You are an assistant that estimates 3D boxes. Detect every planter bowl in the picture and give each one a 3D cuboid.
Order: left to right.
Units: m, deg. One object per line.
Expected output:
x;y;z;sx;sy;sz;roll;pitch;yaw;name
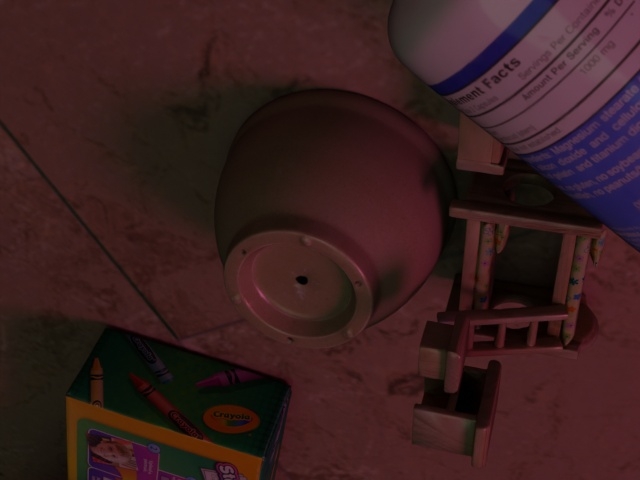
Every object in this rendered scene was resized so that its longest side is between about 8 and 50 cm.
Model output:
0.000;0.000;0.702;0.162;0.109;0.162;9;131;11;planter bowl

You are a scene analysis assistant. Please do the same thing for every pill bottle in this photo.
0.130;-0.112;0.536;0.272;0.152;0.152;37;130;-11;pill bottle

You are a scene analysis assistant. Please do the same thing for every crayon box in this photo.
-0.128;0.217;0.944;0.165;0.081;0.278;17;132;6;crayon box

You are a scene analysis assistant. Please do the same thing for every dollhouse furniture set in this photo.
0.120;0.017;0.637;0.101;0.161;0.182;9;131;12;dollhouse furniture set
